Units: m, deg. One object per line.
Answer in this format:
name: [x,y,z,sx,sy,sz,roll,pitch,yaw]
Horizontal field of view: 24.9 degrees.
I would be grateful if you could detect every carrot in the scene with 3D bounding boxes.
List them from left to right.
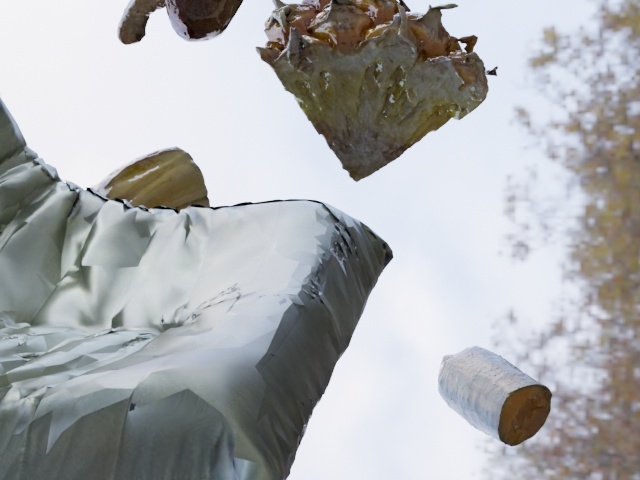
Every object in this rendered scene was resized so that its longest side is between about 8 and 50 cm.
carrot: [0.180,0.162,1.516,0.082,0.173,0.082,-5,-76,-18]

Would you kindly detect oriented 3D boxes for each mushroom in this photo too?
mushroom: [-0.106,-0.191,1.170,0.073,0.129,0.088,51,-155,1]

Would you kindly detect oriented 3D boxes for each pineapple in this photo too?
pineapple: [0.050,-0.155,1.426,0.237,0.186,0.114,17,-146,-4]

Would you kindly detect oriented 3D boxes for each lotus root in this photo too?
lotus root: [-0.151,0.004,1.212,0.135,0.095,0.159,-12,-82,-51]

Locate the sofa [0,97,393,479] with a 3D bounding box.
sofa: [-0.109,-0.024,0.424,0.225,0.176,0.210,66,-163,-10]
